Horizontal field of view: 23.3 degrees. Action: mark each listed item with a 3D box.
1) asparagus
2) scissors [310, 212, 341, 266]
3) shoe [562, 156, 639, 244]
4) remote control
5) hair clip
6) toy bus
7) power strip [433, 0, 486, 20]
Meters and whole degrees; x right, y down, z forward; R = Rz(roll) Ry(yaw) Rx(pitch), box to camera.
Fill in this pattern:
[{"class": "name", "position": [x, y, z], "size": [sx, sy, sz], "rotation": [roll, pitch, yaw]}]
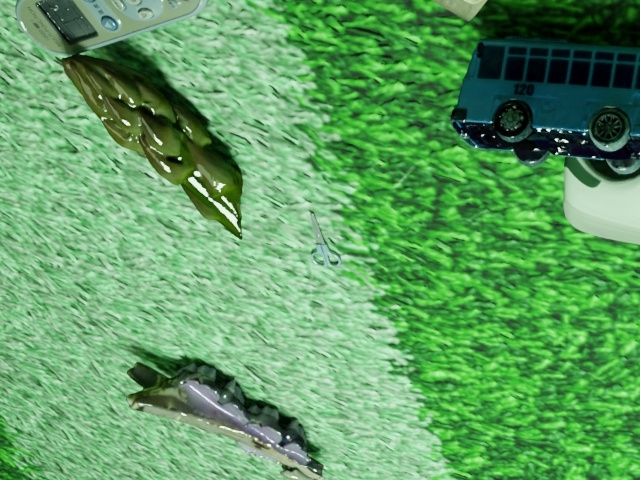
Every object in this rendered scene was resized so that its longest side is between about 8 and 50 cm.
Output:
[{"class": "asparagus", "position": [-0.161, -0.108, 1.632], "size": [0.080, 0.080, 0.287], "rotation": [-20, 131, 43]}, {"class": "scissors", "position": [0.000, 0.000, 1.719], "size": [0.036, 0.006, 0.083], "rotation": [5, 137, 22]}, {"class": "shoe", "position": [0.339, -0.047, 1.401], "size": [0.265, 0.095, 0.110], "rotation": [7, 138, 27]}, {"class": "remote control", "position": [-0.203, -0.241, 1.525], "size": [0.244, 0.047, 0.087], "rotation": [-10, 133, 37]}, {"class": "hair clip", "position": [-0.117, 0.235, 2.007], "size": [0.292, 0.084, 0.106], "rotation": [29, 138, -11]}, {"class": "toy bus", "position": [0.217, -0.123, 1.370], "size": [0.184, 0.106, 0.090], "rotation": [7, 169, 23]}, {"class": "power strip", "position": [0.136, -0.242, 1.339], "size": [0.056, 0.032, 0.123], "rotation": [32, 143, -5]}]
